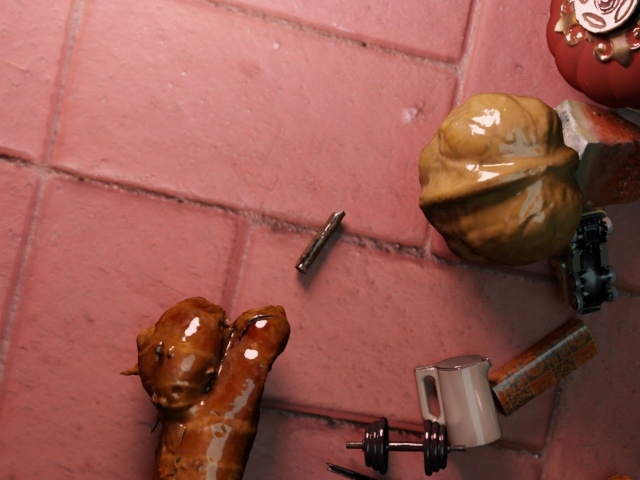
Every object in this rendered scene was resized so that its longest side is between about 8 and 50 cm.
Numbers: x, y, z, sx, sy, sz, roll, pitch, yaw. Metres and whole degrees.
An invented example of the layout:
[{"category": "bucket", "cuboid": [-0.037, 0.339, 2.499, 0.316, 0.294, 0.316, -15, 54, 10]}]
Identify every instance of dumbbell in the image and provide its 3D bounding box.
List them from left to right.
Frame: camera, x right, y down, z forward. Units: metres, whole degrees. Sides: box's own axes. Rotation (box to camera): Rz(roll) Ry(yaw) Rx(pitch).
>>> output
[{"category": "dumbbell", "cuboid": [0.148, 0.361, 1.543, 0.208, 0.099, 0.099, -1, 94, 10]}]

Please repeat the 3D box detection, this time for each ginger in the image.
[{"category": "ginger", "cuboid": [-0.211, 0.286, 1.430, 0.254, 0.176, 0.418, 14, 85, -10]}]

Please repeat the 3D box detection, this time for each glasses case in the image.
[{"category": "glasses case", "cuboid": [0.411, 0.235, 1.634, 0.218, 0.049, 0.075, -32, 99, -9]}]

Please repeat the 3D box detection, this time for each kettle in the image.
[{"category": "kettle", "cuboid": [0.254, 0.287, 1.588, 0.098, 0.126, 0.148, -17, 95, -44]}]

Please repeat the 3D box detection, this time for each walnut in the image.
[{"category": "walnut", "cuboid": [0.301, -0.101, 1.481, 0.253, 0.277, 0.282, 12, 80, -19]}]

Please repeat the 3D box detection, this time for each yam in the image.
[{"category": "yam", "cuboid": [0.000, 0.000, 1.539, 0.027, 0.033, 0.129, 33, 80, 14]}]

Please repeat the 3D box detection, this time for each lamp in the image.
[{"category": "lamp", "cuboid": [0.542, -0.377, 1.514, 0.257, 0.303, 0.303, 7, 92, -50]}]

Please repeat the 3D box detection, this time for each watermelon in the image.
[{"category": "watermelon", "cuboid": [0.536, -0.145, 1.621, 0.256, 0.140, 0.193, 8, 99, -21]}]

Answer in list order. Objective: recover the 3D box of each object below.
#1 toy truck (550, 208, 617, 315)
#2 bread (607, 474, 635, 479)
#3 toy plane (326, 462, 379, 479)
[{"category": "toy truck", "cuboid": [0.471, 0.034, 1.606, 0.085, 0.116, 0.191, -13, 105, -12]}, {"category": "bread", "cuboid": [0.524, 0.578, 1.630, 0.119, 0.152, 0.288, 41, 84, -18]}, {"category": "toy plane", "cuboid": [0.159, 0.520, 1.571, 0.381, 0.106, 0.155, 22, 76, -8]}]
